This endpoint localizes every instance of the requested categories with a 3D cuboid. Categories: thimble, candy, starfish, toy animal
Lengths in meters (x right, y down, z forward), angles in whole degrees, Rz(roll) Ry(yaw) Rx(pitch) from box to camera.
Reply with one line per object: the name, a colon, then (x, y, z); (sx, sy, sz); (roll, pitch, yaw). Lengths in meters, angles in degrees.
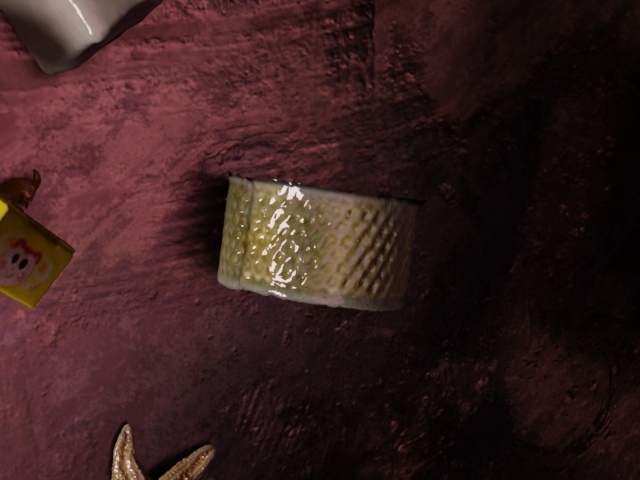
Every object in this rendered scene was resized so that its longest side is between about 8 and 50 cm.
thimble: (0.000, 0.000, 1.301); (0.270, 0.271, 0.150); (7, 94, -23)
candy: (-0.343, -0.386, 1.138); (0.145, 0.208, 0.359); (-43, 111, -29)
candy: (-0.421, -0.043, 1.102); (0.088, 0.276, 0.146); (-54, 154, -10)
starfish: (-0.235, 0.371, 1.360); (0.277, 0.062, 0.236); (0, 90, -19)
toy animal: (-0.406, -0.069, 1.235); (0.083, 0.060, 0.081); (28, 124, -24)
